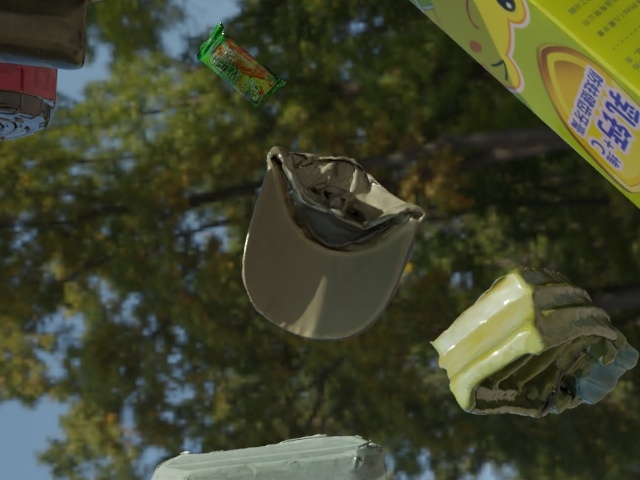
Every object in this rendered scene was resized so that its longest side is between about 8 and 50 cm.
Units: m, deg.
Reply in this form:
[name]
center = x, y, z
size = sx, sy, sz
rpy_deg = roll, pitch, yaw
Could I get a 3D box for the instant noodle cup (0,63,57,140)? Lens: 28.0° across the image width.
[instant noodle cup]
center = -0.373, -0.202, 1.329
size = 0.302, 0.258, 0.181
rpy_deg = 150, 117, -75

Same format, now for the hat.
[hat]
center = 0.000, 0.000, 1.633
size = 0.149, 0.214, 0.244
rpy_deg = 160, 134, -84

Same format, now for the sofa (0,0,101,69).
[sofa]
center = -0.274, -0.262, 1.081
size = 0.258, 0.200, 0.182
rpy_deg = 106, 164, -46

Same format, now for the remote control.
[remote control]
center = -0.054, 0.240, 1.318
size = 0.104, 0.247, 0.052
rpy_deg = -156, 60, -79

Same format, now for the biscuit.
[biscuit]
center = -0.081, -0.171, 1.279
size = 0.089, 0.046, 0.016
rpy_deg = 40, -153, -11

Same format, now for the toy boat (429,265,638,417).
[toy boat]
center = 0.169, 0.082, 1.013
size = 0.084, 0.111, 0.276
rpy_deg = 54, -161, 23

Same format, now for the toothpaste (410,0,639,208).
[toothpaste]
center = 0.142, -0.138, 0.768
size = 0.077, 0.327, 0.110
rpy_deg = -40, -18, -15
